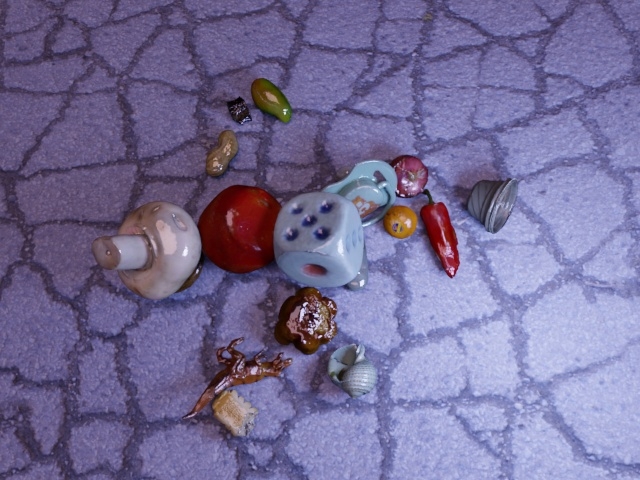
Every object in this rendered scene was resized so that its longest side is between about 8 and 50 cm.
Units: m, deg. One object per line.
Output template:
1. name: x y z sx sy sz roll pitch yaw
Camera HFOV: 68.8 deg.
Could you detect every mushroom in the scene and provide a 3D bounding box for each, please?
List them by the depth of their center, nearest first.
1. mushroom: -0.590 0.049 1.657 0.353 0.353 0.325 -27 114 -6

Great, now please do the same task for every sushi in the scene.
1. sushi: -0.358 -0.570 2.047 0.084 0.098 0.094 -28 56 -10

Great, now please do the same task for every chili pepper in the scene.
1. chili pepper: 0.470 -0.037 1.844 0.110 0.110 0.387 -13 76 -2

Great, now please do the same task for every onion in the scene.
1. onion: 0.345 -0.266 1.910 0.184 0.147 0.183 -4 114 -10

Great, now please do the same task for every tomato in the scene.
1. tomato: -0.295 -0.041 1.761 0.325 0.293 0.290 59 41 -14

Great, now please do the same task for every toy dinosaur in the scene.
1. toy dinosaur: -0.322 0.469 1.702 0.432 0.097 0.208 -19 62 -23

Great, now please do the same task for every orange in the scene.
1. orange: 0.317 -0.076 1.852 0.136 0.135 0.117 22 41 8

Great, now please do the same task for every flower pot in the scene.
1. flower pot: 0.665 -0.152 1.833 0.141 0.235 0.235 29 75 33

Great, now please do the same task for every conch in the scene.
1. conch: 0.122 0.479 1.689 0.172 0.131 0.200 -7 30 22

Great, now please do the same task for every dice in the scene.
1. dice: 0.000 0.000 1.690 0.265 0.268 0.262 -2 56 21

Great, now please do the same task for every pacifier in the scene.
1. pacifier: 0.140 -0.199 1.869 0.343 0.288 0.269 -32 40 12

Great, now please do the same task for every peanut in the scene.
1. peanut: -0.414 -0.370 1.979 0.103 0.098 0.229 32 72 -17

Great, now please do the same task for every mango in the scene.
1. mango: -0.217 -0.609 2.039 0.125 0.111 0.233 -38 88 5

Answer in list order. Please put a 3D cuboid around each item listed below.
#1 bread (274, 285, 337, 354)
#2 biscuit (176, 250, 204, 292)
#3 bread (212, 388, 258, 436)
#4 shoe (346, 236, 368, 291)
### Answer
1. bread: -0.039 0.295 1.746 0.232 0.135 0.246 25 72 -4
2. biscuit: -0.603 0.077 1.858 0.296 0.075 0.295 -1 74 4
3. bread: -0.305 0.618 1.682 0.177 0.084 0.119 40 77 13
4. shoe: 0.134 0.070 1.827 0.103 0.100 0.251 -4 71 -1
